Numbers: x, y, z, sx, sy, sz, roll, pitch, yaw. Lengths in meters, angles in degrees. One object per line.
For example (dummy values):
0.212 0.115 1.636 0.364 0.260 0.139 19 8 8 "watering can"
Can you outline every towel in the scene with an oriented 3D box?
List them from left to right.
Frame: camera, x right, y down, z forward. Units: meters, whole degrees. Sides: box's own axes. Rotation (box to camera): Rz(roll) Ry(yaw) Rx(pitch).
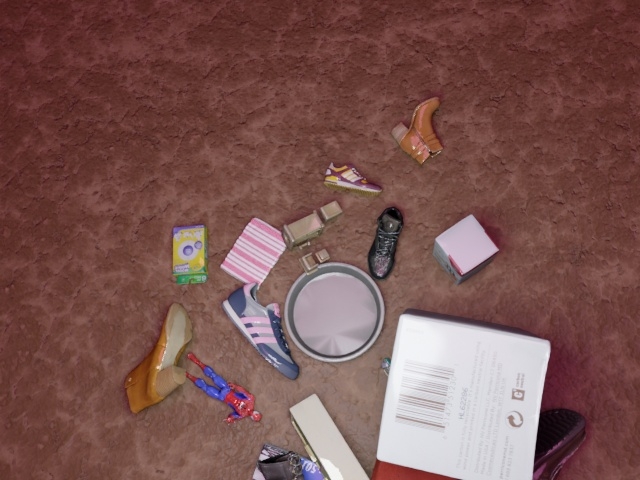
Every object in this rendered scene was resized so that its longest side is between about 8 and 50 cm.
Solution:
-0.200 0.041 1.797 0.144 0.029 0.197 31 80 11 "towel"

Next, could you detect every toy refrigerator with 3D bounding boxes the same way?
0.016 0.560 1.547 0.094 0.102 0.269 -27 62 -19 "toy refrigerator"

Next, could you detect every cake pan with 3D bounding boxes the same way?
0.042 0.212 1.705 0.293 0.054 0.293 -2 74 6 "cake pan"

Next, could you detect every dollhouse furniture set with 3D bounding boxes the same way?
0.000 0.000 1.748 0.182 0.101 0.161 -26 78 -16 "dollhouse furniture set"

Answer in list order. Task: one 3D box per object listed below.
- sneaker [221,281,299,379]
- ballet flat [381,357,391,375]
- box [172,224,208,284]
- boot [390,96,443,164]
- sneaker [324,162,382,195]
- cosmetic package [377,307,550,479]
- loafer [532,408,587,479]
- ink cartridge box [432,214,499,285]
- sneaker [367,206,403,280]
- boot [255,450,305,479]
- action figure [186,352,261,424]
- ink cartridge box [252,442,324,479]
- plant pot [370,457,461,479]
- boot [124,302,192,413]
-0.148 0.256 1.683 0.131 0.112 0.319 -43 75 -3 "sneaker"
0.217 0.385 1.648 0.114 0.041 0.041 42 82 16 "ballet flat"
-0.408 0.045 1.810 0.105 0.043 0.179 -6 75 5 "box"
0.339 -0.344 1.825 0.197 0.073 0.152 -42 72 6 "boot"
0.106 -0.195 1.807 0.185 0.069 0.084 13 81 9 "sneaker"
0.333 0.355 1.405 0.327 0.393 0.329 9 88 11 "cosmetic package"
0.558 0.592 1.518 0.366 0.134 0.130 -40 108 -4 "loafer"
0.410 0.032 1.653 0.127 0.176 0.128 -35 73 -1 "ink cartridge box"
0.190 0.003 1.711 0.087 0.130 0.227 16 78 12 "sneaker"
-0.045 0.659 1.492 0.263 0.091 0.229 -17 88 30 "boot"
-0.289 0.428 1.641 0.280 0.139 0.091 32 81 11 "action figure"
-0.074 0.642 1.598 0.207 0.046 0.097 17 78 10 "ink cartridge box"
0.238 0.662 1.462 0.267 0.267 0.236 2 61 7 "plant pot"
-0.487 0.342 1.703 0.211 0.104 0.295 -31 44 23 "boot"
